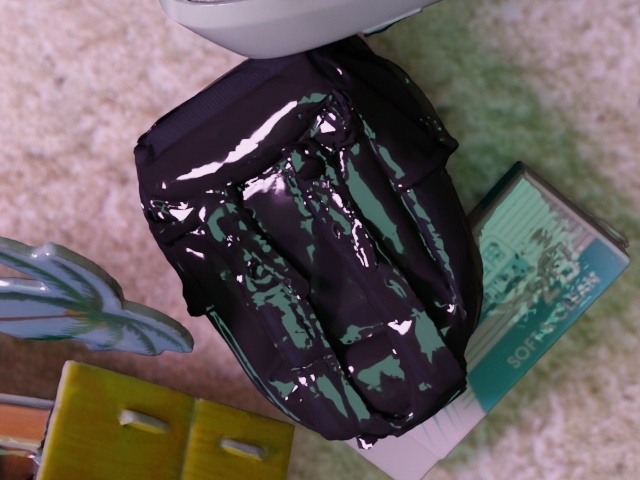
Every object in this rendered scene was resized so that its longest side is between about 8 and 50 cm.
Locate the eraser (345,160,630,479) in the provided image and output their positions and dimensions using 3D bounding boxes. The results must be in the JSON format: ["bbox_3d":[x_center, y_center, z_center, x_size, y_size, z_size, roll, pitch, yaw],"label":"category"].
[{"bbox_3d":[0.099,0.060,0.767,0.095,0.052,0.225,38,108,-7],"label":"eraser"}]

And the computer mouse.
[{"bbox_3d":[0.036,-0.202,0.632,0.288,0.159,0.097,-21,129,12],"label":"computer mouse"}]

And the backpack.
[{"bbox_3d":[0.000,0.000,0.701,0.206,0.133,0.258,-29,90,20],"label":"backpack"}]

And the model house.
[{"bbox_3d":[-0.184,0.177,0.662,0.323,0.340,0.300,8,68,-2],"label":"model house"}]
